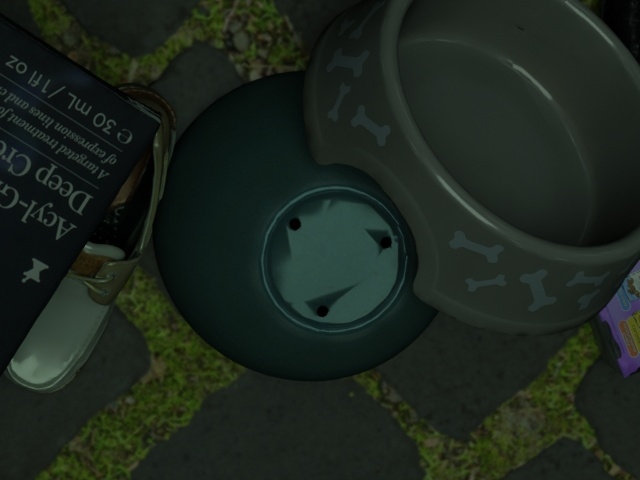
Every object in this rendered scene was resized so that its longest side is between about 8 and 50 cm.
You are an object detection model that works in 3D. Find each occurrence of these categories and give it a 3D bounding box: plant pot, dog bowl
[{"bbox_3d":[0.000,0.000,1.761,0.290,0.195,0.290,-1,99,-8],"label":"plant pot"},{"bbox_3d":[0.158,-0.094,1.705,0.349,0.348,0.102,34,137,-12],"label":"dog bowl"}]

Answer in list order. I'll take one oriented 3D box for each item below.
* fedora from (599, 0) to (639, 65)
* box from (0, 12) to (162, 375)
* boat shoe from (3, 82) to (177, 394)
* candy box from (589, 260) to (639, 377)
[{"bbox_3d":[0.414,-0.224,1.764,0.334,0.152,0.334,0,85,4],"label":"fedora"},{"bbox_3d":[-0.379,-0.030,1.646,0.293,0.212,0.395,32,90,-28],"label":"box"},{"bbox_3d":[-0.217,0.002,1.778,0.113,0.103,0.302,19,97,-10],"label":"boat shoe"},{"bbox_3d":[0.339,0.014,1.874,0.196,0.070,0.164,-23,102,-3],"label":"candy box"}]
